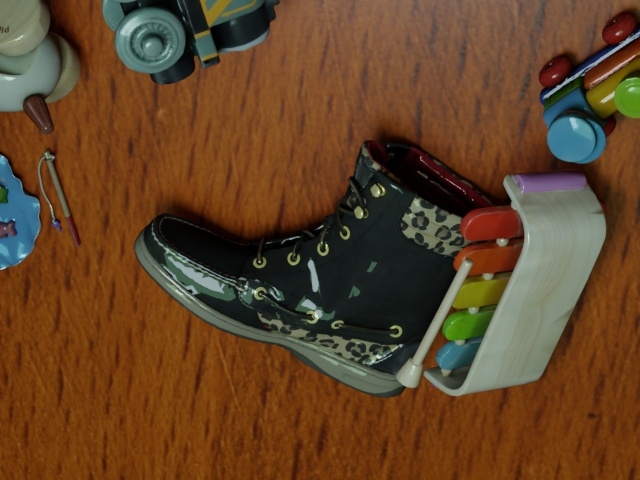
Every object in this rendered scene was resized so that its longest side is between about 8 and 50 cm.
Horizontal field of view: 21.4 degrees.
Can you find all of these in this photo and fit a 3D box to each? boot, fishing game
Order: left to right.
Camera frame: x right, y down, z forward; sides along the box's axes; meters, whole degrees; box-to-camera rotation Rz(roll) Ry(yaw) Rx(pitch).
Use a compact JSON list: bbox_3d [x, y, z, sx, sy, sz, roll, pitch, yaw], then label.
[{"bbox_3d":[-0.442,-0.037,2.128,0.264,0.041,0.189,-6,117,15],"label":"fishing game"},{"bbox_3d":[0.000,0.000,1.994,0.377,0.138,0.284,29,120,-7],"label":"boot"}]

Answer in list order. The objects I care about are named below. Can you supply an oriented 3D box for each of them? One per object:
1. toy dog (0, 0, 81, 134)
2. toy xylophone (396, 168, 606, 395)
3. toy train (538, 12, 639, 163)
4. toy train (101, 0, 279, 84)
[{"bbox_3d":[-0.420,-0.156,1.938,0.334,0.161,0.220,-28,152,26],"label":"toy dog"},{"bbox_3d":[0.204,0.063,1.947,0.236,0.081,0.322,1,127,-37],"label":"toy xylophone"},{"bbox_3d":[0.348,-0.181,1.824,0.248,0.143,0.105,-34,106,25],"label":"toy train"},{"bbox_3d":[-0.160,-0.325,1.781,0.190,0.142,0.334,-20,123,-4],"label":"toy train"}]
